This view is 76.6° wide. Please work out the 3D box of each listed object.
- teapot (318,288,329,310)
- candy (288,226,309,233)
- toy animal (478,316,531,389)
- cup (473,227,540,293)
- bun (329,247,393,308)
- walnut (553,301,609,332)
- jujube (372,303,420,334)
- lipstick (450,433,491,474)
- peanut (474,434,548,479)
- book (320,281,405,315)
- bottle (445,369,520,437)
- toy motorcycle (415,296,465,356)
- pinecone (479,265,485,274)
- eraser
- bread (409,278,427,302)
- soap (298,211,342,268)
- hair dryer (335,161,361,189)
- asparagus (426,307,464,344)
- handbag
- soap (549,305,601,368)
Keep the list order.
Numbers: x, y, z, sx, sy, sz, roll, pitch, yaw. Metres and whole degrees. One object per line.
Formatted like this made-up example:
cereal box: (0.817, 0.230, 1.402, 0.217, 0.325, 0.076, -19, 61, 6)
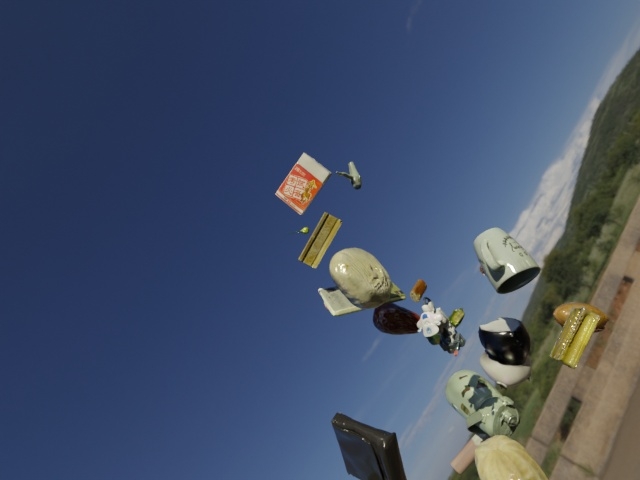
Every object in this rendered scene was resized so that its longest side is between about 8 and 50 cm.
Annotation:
teapot: (0.089, 0.334, 2.258, 0.159, 0.245, 0.116, -59, -26, -26)
candy: (-0.118, -0.046, 2.155, 0.122, 0.035, 0.035, -10, -8, -15)
toy animal: (0.910, 0.559, 1.987, 0.250, 0.250, 0.311, -22, -81, -48)
cup: (0.720, 0.068, 1.639, 0.257, 0.234, 0.186, 13, -48, -43)
bun: (0.150, 0.153, 1.586, 0.168, 0.273, 0.272, -47, -22, 29)
walnut: (1.155, 0.342, 1.793, 0.137, 0.244, 0.137, 7, -90, -83)
jujube: (0.411, 0.427, 2.189, 0.190, 0.254, 0.190, 6, -90, -79)
lipstick: (0.737, 1.008, 1.957, 0.254, 0.070, 0.070, -50, -30, 2)
peanut: (0.507, 0.629, 0.975, 0.152, 0.313, 0.152, -21, -36, -17)
book: (0.189, 0.252, 1.901, 0.351, 0.239, 0.035, -12, -69, -13)
bottle: (0.731, 0.750, 1.799, 0.228, 0.351, 0.230, -2, -82, -14)
toy motorcycle: (0.421, 0.312, 1.427, 0.102, 0.221, 0.150, -32, 15, 34)
pinecone: (0.773, 0.118, 1.819, 0.102, 0.102, 0.109, -46, -21, -26)
eraser: (-0.077, -0.252, 1.806, 0.230, 0.157, 0.038, -53, -12, 13)
bread: (0.347, 0.179, 1.442, 0.047, 0.036, 0.083, 55, -133, -9)
soap: (0.000, 0.000, 1.823, 0.252, 0.092, 0.037, -60, 7, 7)
hair dryer: (0.146, -0.382, 2.224, 0.199, 0.167, 0.067, 25, -44, -35)
asparagus: (0.633, 0.446, 2.057, 0.085, 0.081, 0.343, -59, -3, -39)
handbag: (0.153, 0.659, 1.256, 0.080, 0.222, 0.247, -32, -64, -40)
soap: (0.988, 0.374, 1.573, 0.234, 0.076, 0.135, -64, -17, -2)
